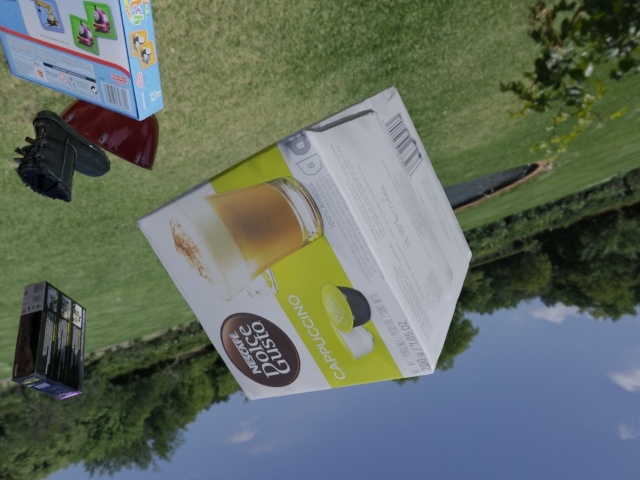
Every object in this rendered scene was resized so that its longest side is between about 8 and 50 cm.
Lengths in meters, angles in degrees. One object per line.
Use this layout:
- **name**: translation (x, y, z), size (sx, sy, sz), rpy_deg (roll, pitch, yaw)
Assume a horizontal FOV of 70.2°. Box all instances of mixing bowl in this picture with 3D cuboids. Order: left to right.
- **mixing bowl**: translation (-0.368, -0.217, 0.834), size (0.098, 0.181, 0.181), rpy_deg (-58, 168, 4)

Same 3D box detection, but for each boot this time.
- **boot**: translation (-0.311, -0.090, 0.559), size (0.045, 0.099, 0.121), rpy_deg (-19, 146, 9)

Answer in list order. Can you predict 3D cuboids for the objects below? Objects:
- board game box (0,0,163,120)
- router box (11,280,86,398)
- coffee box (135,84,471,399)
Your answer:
- **board game box**: translation (-0.213, -0.222, 0.368), size (0.039, 0.160, 0.211), rpy_deg (-53, 159, -45)
- **router box**: translation (-0.488, 0.183, 0.832), size (0.046, 0.179, 0.133), rpy_deg (-16, 147, 0)
- **coffee box**: translation (0.000, 0.000, 0.733), size (0.334, 0.337, 0.338), rpy_deg (-20, -165, 33)
